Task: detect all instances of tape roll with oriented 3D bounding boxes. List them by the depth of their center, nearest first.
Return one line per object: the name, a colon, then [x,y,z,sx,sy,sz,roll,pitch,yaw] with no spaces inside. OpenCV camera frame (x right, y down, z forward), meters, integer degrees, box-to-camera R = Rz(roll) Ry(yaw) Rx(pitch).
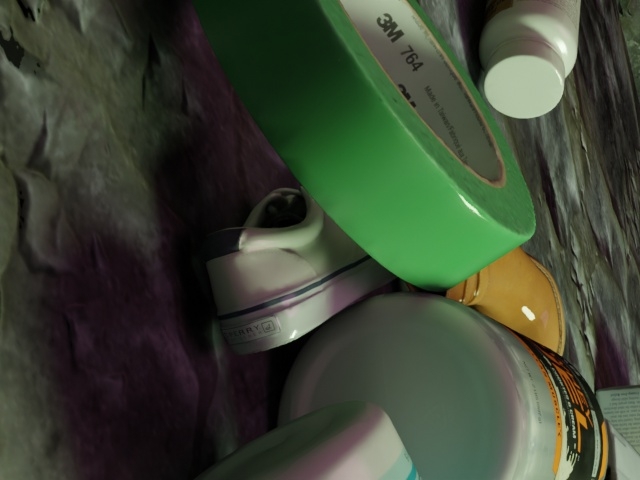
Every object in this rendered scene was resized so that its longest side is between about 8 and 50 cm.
tape roll: [0.037,-0.118,0.737,0.321,0.077,0.321,45,23,-25]

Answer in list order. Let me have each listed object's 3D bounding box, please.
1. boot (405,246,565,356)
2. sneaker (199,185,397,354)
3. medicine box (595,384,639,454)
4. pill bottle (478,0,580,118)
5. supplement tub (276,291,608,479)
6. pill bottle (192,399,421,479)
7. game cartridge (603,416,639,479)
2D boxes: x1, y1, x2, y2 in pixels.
boot: [0.166,0.040,1.042,0.220,0.109,0.283,-33,110,-63]
sneaker: [0.000,0.000,0.739,0.258,0.094,0.091,-31,105,-65]
medicine box: [0.584,0.423,1.732,0.263,0.149,0.289,41,45,-53]
pill bottle: [0.283,-0.276,1.365,0.131,0.131,0.229,60,33,-37]
supplement tub: [0.118,0.159,0.812,0.316,0.194,0.193,27,58,-60]
pill bottle: [0.029,0.239,0.592,0.264,0.146,0.146,62,27,-1]
game cartridge: [0.328,0.357,1.092,0.196,0.060,0.294,45,43,-55]
